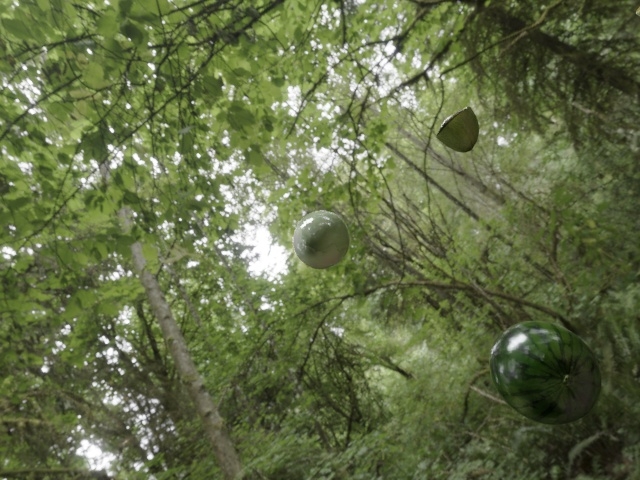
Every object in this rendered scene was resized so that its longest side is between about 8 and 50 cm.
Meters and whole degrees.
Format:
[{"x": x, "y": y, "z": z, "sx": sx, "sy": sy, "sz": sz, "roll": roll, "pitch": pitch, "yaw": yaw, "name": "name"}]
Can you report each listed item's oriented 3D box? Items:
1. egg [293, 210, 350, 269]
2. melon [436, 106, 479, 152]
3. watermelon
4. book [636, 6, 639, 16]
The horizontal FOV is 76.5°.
[{"x": 0.000, "y": 0.000, "z": 1.274, "sx": 0.183, "sy": 0.183, "sz": 0.217, "roll": -53, "pitch": -4, "yaw": 17, "name": "egg"}, {"x": 0.454, "y": -0.348, "z": 1.270, "sx": 0.160, "sy": 0.128, "sz": 0.079, "roll": -38, "pitch": 1, "yaw": -25, "name": "melon"}, {"x": 0.533, "y": 0.313, "z": 0.974, "sx": 0.242, "sy": 0.242, "sz": 0.242, "roll": -37, "pitch": -25, "yaw": -20, "name": "watermelon"}, {"x": 0.265, "y": -0.203, "z": 0.218, "sx": 0.118, "sy": 0.012, "sz": 0.172, "roll": -54, "pitch": -2, "yaw": 16, "name": "book"}]
